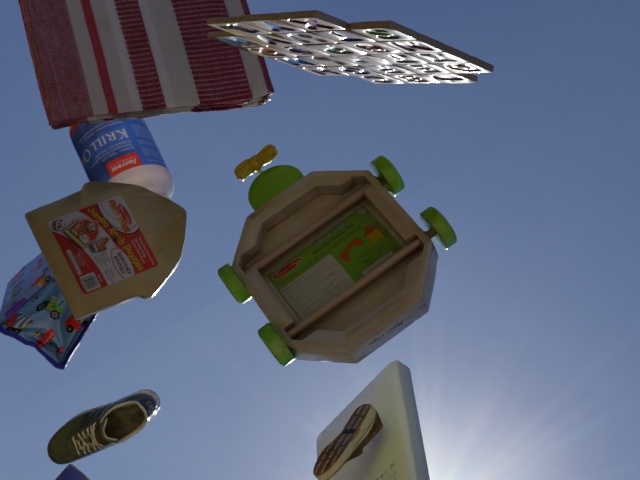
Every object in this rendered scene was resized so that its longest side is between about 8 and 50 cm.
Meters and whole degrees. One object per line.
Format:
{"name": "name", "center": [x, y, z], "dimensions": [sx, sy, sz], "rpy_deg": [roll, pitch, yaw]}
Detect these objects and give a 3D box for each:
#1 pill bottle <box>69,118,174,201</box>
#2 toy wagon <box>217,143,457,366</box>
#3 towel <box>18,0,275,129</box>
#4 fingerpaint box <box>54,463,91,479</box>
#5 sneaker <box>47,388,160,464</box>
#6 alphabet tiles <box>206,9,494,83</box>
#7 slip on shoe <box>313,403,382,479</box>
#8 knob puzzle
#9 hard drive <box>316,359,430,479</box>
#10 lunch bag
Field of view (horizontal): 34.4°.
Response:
{"name": "pill bottle", "center": [-0.308, -0.108, 1.651], "dimensions": [0.124, 0.124, 0.221], "rpy_deg": [-48, -120, 35]}
{"name": "toy wagon", "center": [0.000, 0.000, 1.331], "dimensions": [0.344, 0.267, 0.068], "rpy_deg": [51, -6, 40]}
{"name": "towel", "center": [-0.248, -0.283, 1.479], "dimensions": [0.037, 0.329, 0.237], "rpy_deg": [131, -54, -61]}
{"name": "fingerpaint box", "center": [-0.223, 0.530, 1.125], "dimensions": [0.445, 0.371, 0.163], "rpy_deg": [29, -25, 24]}
{"name": "sneaker", "center": [-0.340, 0.292, 1.600], "dimensions": [0.192, 0.086, 0.064], "rpy_deg": [-27, -85, -3]}
{"name": "alphabet tiles", "center": [0.037, -0.235, 1.290], "dimensions": [0.285, 0.342, 0.011], "rpy_deg": [6, -91, 39]}
{"name": "slip on shoe", "center": [0.042, 0.290, 1.454], "dimensions": [0.051, 0.135, 0.041], "rpy_deg": [-13, -60, 47]}
{"name": "knob puzzle", "center": [-0.266, 0.002, 1.368], "dimensions": [0.213, 0.213, 0.030], "rpy_deg": [40, -29, 15]}
{"name": "hard drive", "center": [0.071, 0.335, 1.504], "dimensions": [0.040, 0.307, 0.203], "rpy_deg": [34, -68, -18]}
{"name": "lunch bag", "center": [-0.409, 0.037, 1.779], "dimensions": [0.138, 0.221, 0.293], "rpy_deg": [37, -83, -20]}
